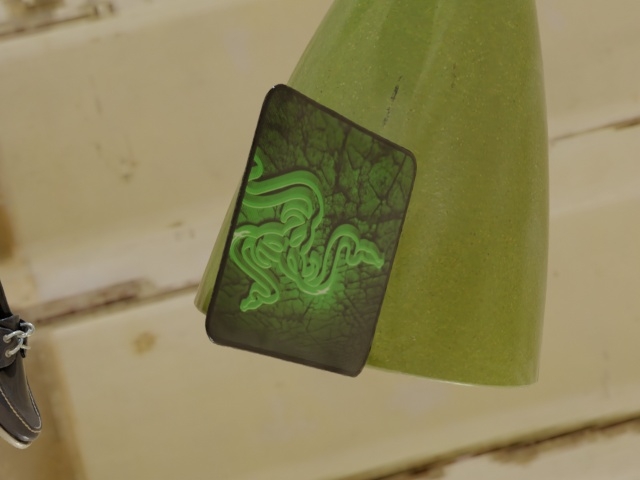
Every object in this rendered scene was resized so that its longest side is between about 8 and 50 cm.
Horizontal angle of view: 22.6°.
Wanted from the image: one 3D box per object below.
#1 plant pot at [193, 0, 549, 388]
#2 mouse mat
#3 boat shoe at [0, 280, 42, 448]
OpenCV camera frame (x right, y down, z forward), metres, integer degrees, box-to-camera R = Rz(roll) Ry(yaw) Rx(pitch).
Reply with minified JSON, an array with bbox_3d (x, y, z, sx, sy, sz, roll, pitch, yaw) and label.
[{"bbox_3d":[0.067,-0.063,1.241,0.275,0.275,0.293,-150,-107,-73],"label":"plant pot"},{"bbox_3d":[0.000,0.000,0.969,0.190,0.007,0.152,20,83,-57],"label":"mouse mat"},{"bbox_3d":[-0.289,0.084,1.420,0.206,0.065,0.075,64,10,-1],"label":"boat shoe"}]
